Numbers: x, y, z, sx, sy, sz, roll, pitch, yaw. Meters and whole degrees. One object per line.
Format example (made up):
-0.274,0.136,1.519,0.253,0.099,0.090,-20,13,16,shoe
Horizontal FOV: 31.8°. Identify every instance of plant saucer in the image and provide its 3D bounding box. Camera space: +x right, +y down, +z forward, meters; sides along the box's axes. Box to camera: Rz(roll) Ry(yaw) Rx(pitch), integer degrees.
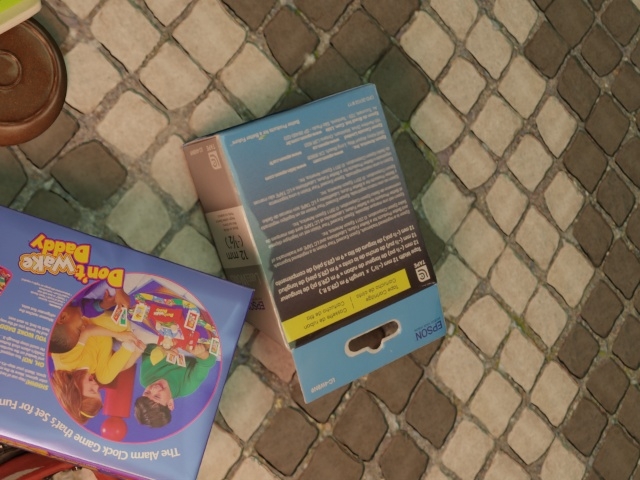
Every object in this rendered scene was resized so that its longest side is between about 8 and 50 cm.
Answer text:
-0.366,-0.192,1.283,0.168,0.029,0.168,3,84,-32,plant saucer

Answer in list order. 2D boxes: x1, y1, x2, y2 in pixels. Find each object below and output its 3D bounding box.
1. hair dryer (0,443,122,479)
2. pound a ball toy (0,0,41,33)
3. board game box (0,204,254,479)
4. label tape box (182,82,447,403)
-0.293,0.241,1.263,0.293,0.080,0.223,34,71,-9,hair dryer
-0.430,-0.300,1.163,0.319,0.136,0.208,-40,149,-29,pound a ball toy
-0.272,0.113,1.207,0.347,0.078,0.233,19,71,-9,board game box
0.000,0.000,1.445,0.249,0.115,0.347,-22,99,-31,label tape box
